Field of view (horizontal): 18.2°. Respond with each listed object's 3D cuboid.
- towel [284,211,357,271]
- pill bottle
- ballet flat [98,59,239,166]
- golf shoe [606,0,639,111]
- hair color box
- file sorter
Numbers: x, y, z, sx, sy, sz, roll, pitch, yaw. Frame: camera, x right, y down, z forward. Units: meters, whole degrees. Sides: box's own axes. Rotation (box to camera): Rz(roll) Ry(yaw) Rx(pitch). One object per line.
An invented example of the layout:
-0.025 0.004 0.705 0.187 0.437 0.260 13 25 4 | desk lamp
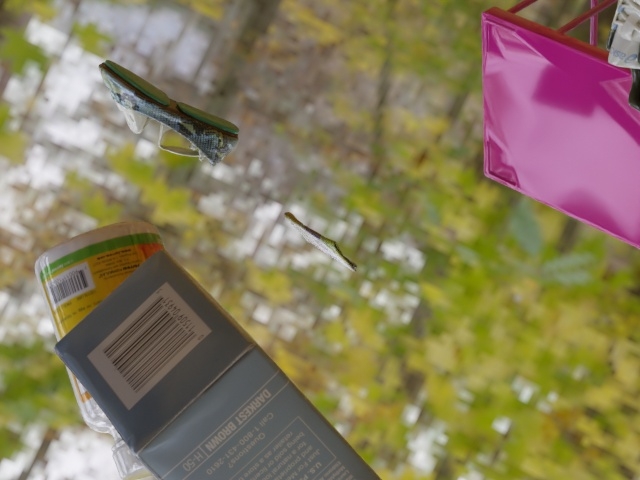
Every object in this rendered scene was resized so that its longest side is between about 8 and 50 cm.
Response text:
0.000 0.000 2.076 0.083 0.009 0.060 33 170 42 | towel
-0.196 0.116 2.061 0.136 0.136 0.246 14 -125 -70 | pill bottle
-0.186 -0.142 2.331 0.188 0.070 0.070 28 -176 -16 | ballet flat
0.222 -0.150 1.305 0.069 0.086 0.176 37 164 41 | golf shoe
-0.014 0.191 1.444 0.374 0.113 0.185 49 176 -31 | hair color box
0.335 -0.137 2.059 0.182 0.202 0.290 -32 -136 -33 | file sorter
